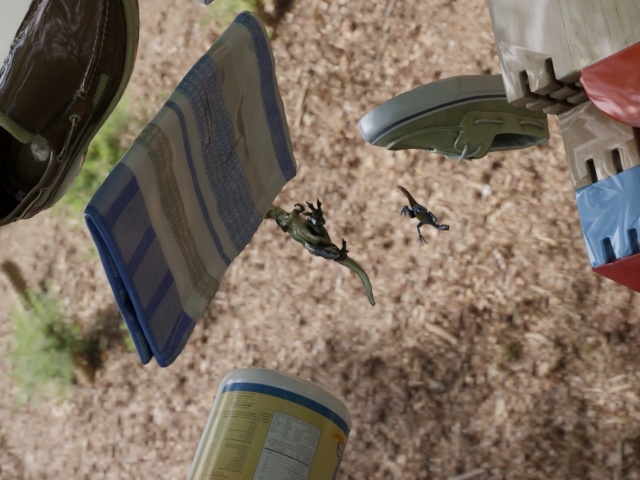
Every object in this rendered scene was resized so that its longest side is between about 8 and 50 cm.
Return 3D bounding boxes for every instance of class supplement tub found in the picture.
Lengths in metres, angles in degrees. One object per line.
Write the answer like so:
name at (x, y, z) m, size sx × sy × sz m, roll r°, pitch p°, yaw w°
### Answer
supplement tub at (-0.060, 0.244, 1.137) m, size 0.144 × 0.144 × 0.199 m, roll -13°, pitch 49°, yaw 45°

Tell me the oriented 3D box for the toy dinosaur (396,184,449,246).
toy dinosaur at (0.158, -0.040, 1.683) m, size 0.047 × 0.082 × 0.090 m, roll -19°, pitch 73°, yaw 33°

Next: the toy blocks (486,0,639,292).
toy blocks at (0.235, -0.128, 0.586) m, size 0.381 × 0.191 × 0.261 m, roll -24°, pitch 69°, yaw 43°

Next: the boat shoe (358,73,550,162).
boat shoe at (0.181, -0.146, 1.408) m, size 0.109 × 0.302 × 0.094 m, roll -31°, pitch 76°, yaw 54°

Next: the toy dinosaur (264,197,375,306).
toy dinosaur at (0.000, 0.000, 1.799) m, size 0.064 × 0.268 × 0.118 m, roll -51°, pitch -1°, yaw -19°

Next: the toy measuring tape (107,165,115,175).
toy measuring tape at (-0.235, -0.050, 1.808) m, size 0.121 × 0.330 × 0.121 m, roll -3°, pitch 82°, yaw 23°

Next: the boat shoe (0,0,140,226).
boat shoe at (-0.216, -0.108, 0.895) m, size 0.095 × 0.095 × 0.257 m, roll 31°, pitch 127°, yaw 8°

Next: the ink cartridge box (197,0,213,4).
ink cartridge box at (-0.064, -0.436, 1.318) m, size 0.065 × 0.186 × 0.311 m, roll 33°, pitch 63°, yaw 32°

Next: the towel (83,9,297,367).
towel at (-0.104, -0.048, 1.027) m, size 0.034 × 0.209 × 0.285 m, roll 13°, pitch 49°, yaw 23°
